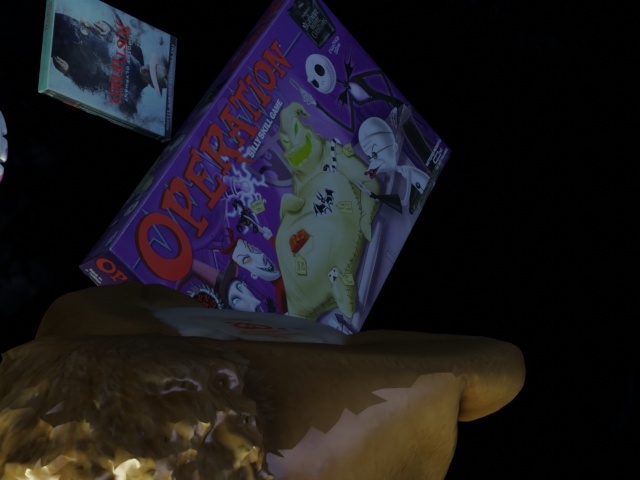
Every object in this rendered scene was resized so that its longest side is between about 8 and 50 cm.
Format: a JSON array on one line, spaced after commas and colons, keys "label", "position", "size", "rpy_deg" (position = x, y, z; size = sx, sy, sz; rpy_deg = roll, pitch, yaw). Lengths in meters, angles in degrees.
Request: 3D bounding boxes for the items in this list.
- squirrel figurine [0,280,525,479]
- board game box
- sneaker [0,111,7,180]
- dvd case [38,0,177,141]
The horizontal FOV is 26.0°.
[{"label": "squirrel figurine", "position": [-0.070, 0.231, 0.740], "size": [0.397, 0.281, 0.371], "rpy_deg": [-8, 105, -73]}, {"label": "board game box", "position": [-0.026, -0.030, 1.098], "size": [0.208, 0.056, 0.347], "rpy_deg": [43, 48, -16]}, {"label": "sneaker", "position": [-0.248, -0.032, 0.834], "size": [0.075, 0.063, 0.170], "rpy_deg": [49, 51, -39]}, {"label": "dvd case", "position": [-0.154, -0.130, 1.020], "size": [0.119, 0.013, 0.087], "rpy_deg": [23, 63, -47]}]
